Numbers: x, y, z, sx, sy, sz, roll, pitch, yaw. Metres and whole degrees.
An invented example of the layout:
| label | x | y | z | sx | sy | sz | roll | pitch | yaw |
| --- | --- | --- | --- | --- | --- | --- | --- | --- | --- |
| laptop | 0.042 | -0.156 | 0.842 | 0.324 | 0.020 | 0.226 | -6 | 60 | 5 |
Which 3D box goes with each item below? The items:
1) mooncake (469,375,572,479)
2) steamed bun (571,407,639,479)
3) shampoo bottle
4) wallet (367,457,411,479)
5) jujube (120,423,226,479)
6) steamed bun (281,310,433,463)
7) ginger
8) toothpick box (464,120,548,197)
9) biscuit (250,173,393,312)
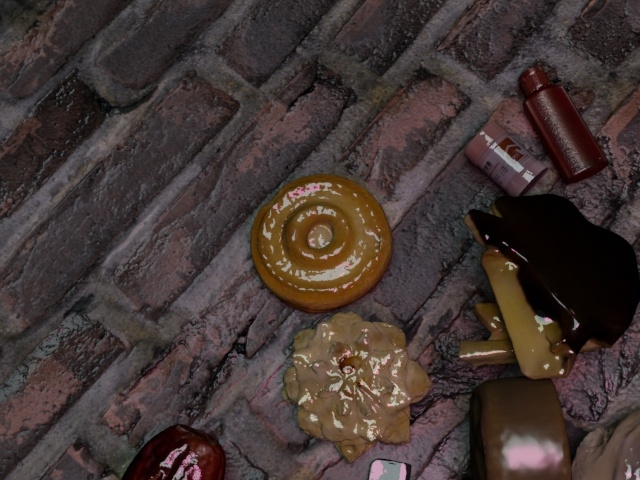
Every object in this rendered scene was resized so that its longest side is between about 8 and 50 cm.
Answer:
| label | x | y | z | sx | sy | sz | roll | pitch | yaw |
| --- | --- | --- | --- | --- | --- | --- | --- | --- | --- |
| mooncake | 0.345 | 0.378 | 1.523 | 0.156 | 0.284 | 0.284 | -2 | 72 | 6 |
| steamed bun | 0.630 | 0.441 | 1.505 | 0.394 | 0.237 | 0.346 | -6 | 72 | 2 |
| shampoo bottle | 0.504 | -0.251 | 1.835 | 0.102 | 0.064 | 0.260 | -24 | 72 | -3 |
| wallet | 0.123 | 0.495 | 1.639 | 0.082 | 0.018 | 0.156 | 8 | 73 | 6 |
| jujube | -0.281 | 0.467 | 1.594 | 0.183 | 0.183 | 0.243 | 26 | 86 | 12 |
| steamed bun | 0.071 | 0.275 | 1.659 | 0.292 | 0.137 | 0.295 | 8 | 70 | 4 |
| ginger | 0.407 | 0.090 | 1.653 | 0.358 | 0.211 | 0.413 | 42 | 41 | 11 |
| toothpick box | 0.386 | -0.165 | 1.798 | 0.098 | 0.098 | 0.149 | -42 | 75 | -10 |
| biscuit | 0.000 | 0.000 | 1.774 | 0.297 | 0.102 | 0.296 | -2 | 72 | 6 |
